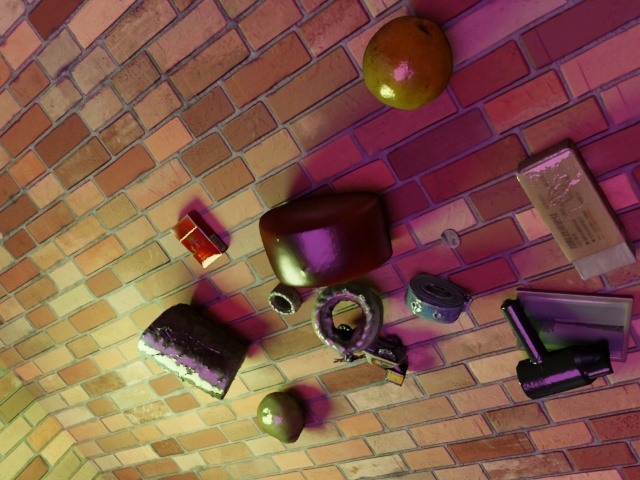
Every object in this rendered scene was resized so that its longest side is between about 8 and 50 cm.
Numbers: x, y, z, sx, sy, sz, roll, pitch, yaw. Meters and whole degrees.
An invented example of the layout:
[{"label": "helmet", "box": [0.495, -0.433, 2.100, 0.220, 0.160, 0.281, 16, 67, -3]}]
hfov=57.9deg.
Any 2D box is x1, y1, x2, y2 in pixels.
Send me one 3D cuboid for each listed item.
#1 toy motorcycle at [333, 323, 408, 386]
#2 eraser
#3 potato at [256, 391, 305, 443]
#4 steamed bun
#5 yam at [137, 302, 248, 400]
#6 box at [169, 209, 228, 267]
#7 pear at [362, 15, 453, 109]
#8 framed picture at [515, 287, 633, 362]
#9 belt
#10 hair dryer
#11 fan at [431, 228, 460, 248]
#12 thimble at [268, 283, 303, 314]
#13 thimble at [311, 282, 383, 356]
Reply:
[{"label": "toy motorcycle", "box": [0.156, 0.360, 1.864, 0.263, 0.091, 0.157, 18, 127, 15]}, {"label": "eraser", "box": [0.627, -0.070, 1.415, 0.144, 0.078, 0.343, -27, 105, 34]}, {"label": "potato", "box": [-0.143, 0.653, 2.126, 0.178, 0.160, 0.235, 39, 155, 48]}, {"label": "steamed bun", "box": [0.000, 0.000, 1.629, 0.380, 0.248, 0.234, -5, 115, 28]}, {"label": "yam", "box": [-0.438, 0.391, 2.047, 0.348, 0.241, 0.241, 33, 126, 2]}, {"label": "box", "box": [-0.404, -0.004, 1.928, 0.112, 0.048, 0.175, -36, 99, 35]}, {"label": "pear", "box": [0.203, -0.414, 1.335, 0.209, 0.209, 0.208, 11, 121, 18]}, {"label": "framed picture", "box": [0.691, 0.233, 1.596, 0.290, 0.016, 0.213, 3, 119, 23]}, {"label": "belt", "box": [0.324, 0.170, 1.651, 0.163, 0.148, 0.082, 40, 135, 35]}, {"label": "hair dryer", "box": [0.627, 0.274, 1.585, 0.244, 0.116, 0.302, -30, 96, 32]}, {"label": "fan", "box": [0.358, 0.005, 1.622, 0.060, 0.003, 0.080, 37, 125, 2]}, {"label": "thimble", "box": [-0.115, 0.196, 1.905, 0.110, 0.062, 0.084, 29, 124, 6]}, {"label": "thimble", "box": [0.082, 0.236, 1.746, 0.219, 0.150, 0.218, 0, 88, 15]}]
